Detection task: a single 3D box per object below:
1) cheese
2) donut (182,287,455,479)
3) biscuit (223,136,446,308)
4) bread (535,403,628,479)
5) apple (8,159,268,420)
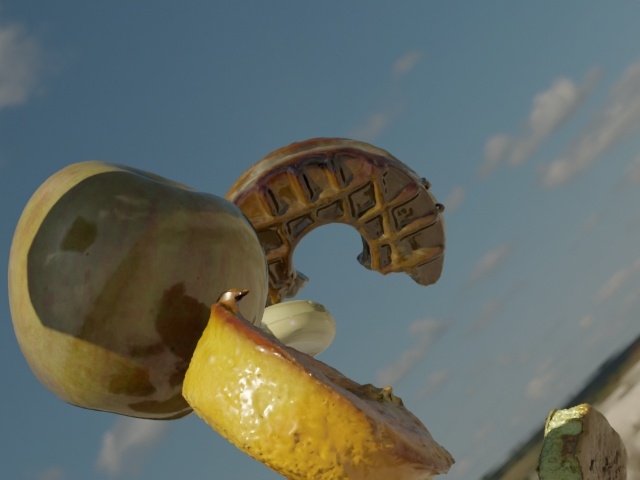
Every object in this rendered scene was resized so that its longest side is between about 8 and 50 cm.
[{"bbox_3d":[-0.074,0.131,2.233,0.137,0.064,0.227,-35,-25,27],"label":"cheese"},{"bbox_3d":[-0.006,0.145,1.352,0.118,0.253,0.253,-59,-10,-6],"label":"donut"},{"bbox_3d":[0.004,-0.019,2.384,0.366,0.268,0.115,-19,22,-3],"label":"biscuit"},{"bbox_3d":[0.321,0.279,1.950,0.069,0.128,0.140,-9,49,39],"label":"bread"},{"bbox_3d":[-0.180,0.050,1.547,0.257,0.257,0.234,-6,-69,-72],"label":"apple"}]
